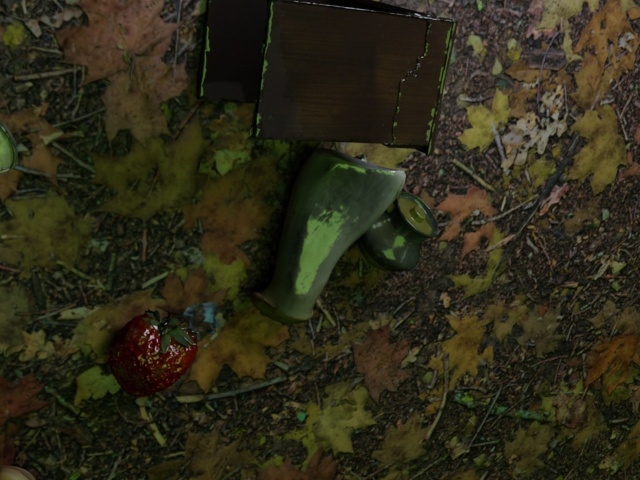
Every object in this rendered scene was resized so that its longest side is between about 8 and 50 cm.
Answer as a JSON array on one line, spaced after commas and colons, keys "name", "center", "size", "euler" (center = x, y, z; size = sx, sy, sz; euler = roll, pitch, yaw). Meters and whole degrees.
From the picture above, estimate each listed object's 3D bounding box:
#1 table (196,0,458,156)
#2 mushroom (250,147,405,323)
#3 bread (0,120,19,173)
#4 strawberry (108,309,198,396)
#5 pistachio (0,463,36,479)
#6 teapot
[{"name": "table", "center": [-0.001, -0.251, 1.191], "size": [0.282, 0.250, 0.196], "euler": [-1, 112, -28]}, {"name": "mushroom", "center": [0.000, 0.000, 1.366], "size": [0.122, 0.159, 0.328], "euler": [-6, 124, -63]}, {"name": "bread", "center": [-0.524, -0.124, 1.091], "size": [0.232, 0.064, 0.172], "euler": [26, 99, -32]}, {"name": "strawberry", "center": [-0.271, 0.186, 1.324], "size": [0.131, 0.131, 0.148], "euler": [32, 87, -34]}, {"name": "pistachio", "center": [-0.509, 0.447, 1.302], "size": [0.157, 0.157, 0.229], "euler": [-10, 128, -23]}, {"name": "teapot", "center": [0.119, -0.027, 1.427], "size": [0.166, 0.130, 0.119], "euler": [44, 122, -6]}]
